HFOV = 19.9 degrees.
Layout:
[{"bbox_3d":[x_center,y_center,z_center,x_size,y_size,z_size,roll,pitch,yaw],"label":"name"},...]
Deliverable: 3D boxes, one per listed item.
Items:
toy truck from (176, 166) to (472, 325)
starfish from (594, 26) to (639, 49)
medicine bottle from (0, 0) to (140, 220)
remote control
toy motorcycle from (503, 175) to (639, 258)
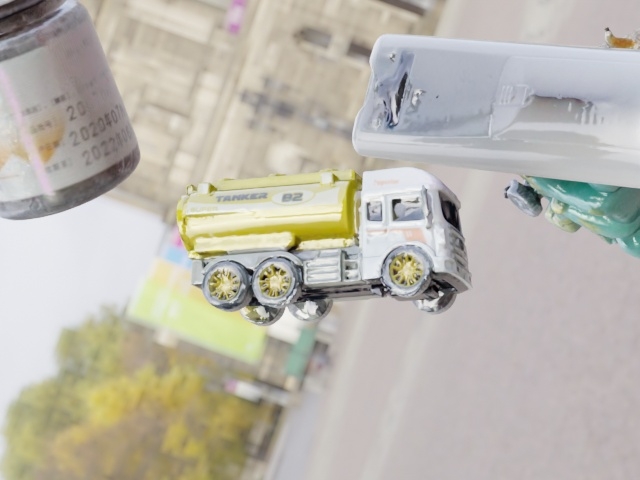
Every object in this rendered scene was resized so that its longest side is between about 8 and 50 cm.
[{"bbox_3d":[0.000,0.000,1.410,0.098,0.227,0.114,33,-125,-69],"label":"toy truck"},{"bbox_3d":[0.308,-0.171,1.536,0.138,0.247,0.050,179,74,-86],"label":"starfish"},{"bbox_3d":[-0.292,-0.170,1.764,0.165,0.165,0.273,-70,-38,-64],"label":"medicine bottle"},{"bbox_3d":[0.155,-0.111,1.459,0.055,0.313,0.109,21,-100,-52],"label":"remote control"},{"bbox_3d":[0.235,-0.072,1.660,0.109,0.296,0.198,-53,34,-4],"label":"toy motorcycle"}]
